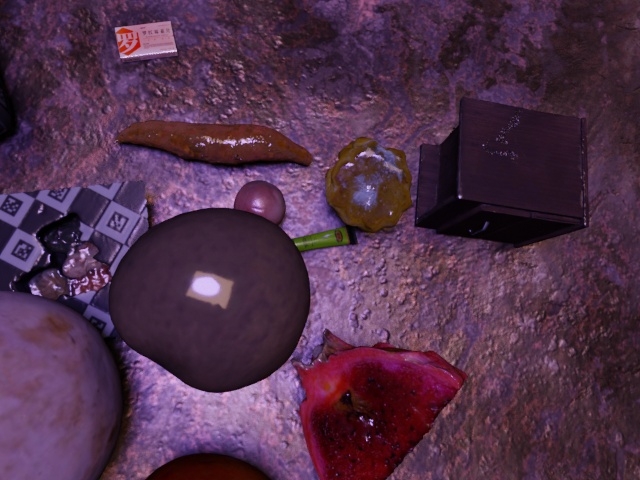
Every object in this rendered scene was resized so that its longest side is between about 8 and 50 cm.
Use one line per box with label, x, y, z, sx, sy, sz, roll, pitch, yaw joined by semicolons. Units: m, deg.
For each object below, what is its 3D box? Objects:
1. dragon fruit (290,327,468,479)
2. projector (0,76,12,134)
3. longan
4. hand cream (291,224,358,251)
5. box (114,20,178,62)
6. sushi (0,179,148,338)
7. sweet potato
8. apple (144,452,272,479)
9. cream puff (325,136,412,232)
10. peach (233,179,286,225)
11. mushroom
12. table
dragon fruit;0.063;0.210;0.592;0.211;0.134;0.262;39;112;15
projector;-0.687;-0.277;0.531;0.394;0.242;0.405;-26;85;-14
longan;-0.136;0.074;0.546;0.248;0.248;0.249;2;78;-8
hand cream;0.000;0.000;0.683;0.121;0.023;0.036;-11;77;-14
box;-0.293;-0.335;0.713;0.092;0.015;0.058;-12;82;-11
sushi;-0.356;0.035;0.614;0.231;0.047;0.220;-7;84;-5
sweet potato;-0.167;-0.151;0.668;0.314;0.066;0.072;1;38;-7
apple;-0.129;0.376;0.490;0.229;0.230;0.230;2;78;-8
cream puff;0.074;-0.092;0.674;0.146;0.116;0.146;0;107;0
peach;-0.095;-0.050;0.650;0.083;0.083;0.083;2;78;-8
mushroom;-0.396;0.204;0.484;0.289;0.297;0.298;-3;75;32
table;0.272;-0.092;0.665;0.193;0.169;0.173;9;77;-7
